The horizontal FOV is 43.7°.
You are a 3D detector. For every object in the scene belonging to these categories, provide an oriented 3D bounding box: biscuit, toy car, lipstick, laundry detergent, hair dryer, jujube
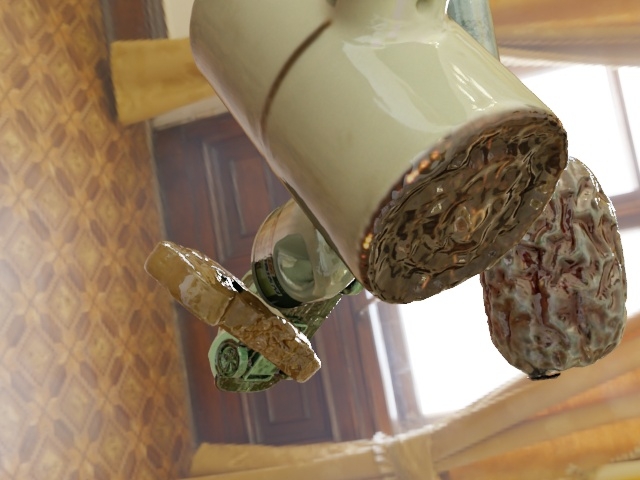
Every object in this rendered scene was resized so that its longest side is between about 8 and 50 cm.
[{"bbox_3d":[-0.083,0.059,0.740,0.047,0.183,0.320,-54,162,-6],"label":"biscuit"},{"bbox_3d":[-0.059,0.093,1.185,0.136,0.306,0.125,11,28,-46],"label":"toy car"},{"bbox_3d":[0.113,-0.152,0.620,0.048,0.048,0.158,49,33,-58],"label":"lipstick"},{"bbox_3d":[0.000,0.000,0.636,0.225,0.070,0.099,155,-48,-71],"label":"laundry detergent"},{"bbox_3d":[0.038,-0.156,0.351,0.203,0.128,0.362,54,-30,33],"label":"hair dryer"},{"bbox_3d":[0.312,0.029,1.113,0.226,0.226,0.317,12,70,-72],"label":"jujube"}]
